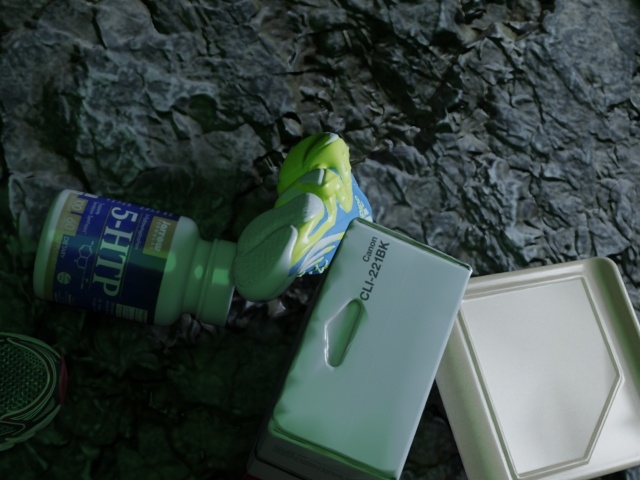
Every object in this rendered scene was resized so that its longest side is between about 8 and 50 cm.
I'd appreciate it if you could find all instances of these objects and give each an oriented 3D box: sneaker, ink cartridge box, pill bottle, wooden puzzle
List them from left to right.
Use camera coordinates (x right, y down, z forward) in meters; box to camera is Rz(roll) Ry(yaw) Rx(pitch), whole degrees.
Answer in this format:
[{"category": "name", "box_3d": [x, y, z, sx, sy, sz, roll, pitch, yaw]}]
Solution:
[{"category": "sneaker", "box_3d": [-0.385, 0.132, 1.075, 0.299, 0.112, 0.120, 1, 71, -8]}, {"category": "pill bottle", "box_3d": [-0.174, 0.023, 1.143, 0.187, 0.112, 0.112, 13, 69, -3]}, {"category": "sneaker", "box_3d": [0.000, 0.000, 1.153, 0.126, 0.091, 0.240, 53, 40, -25]}, {"category": "ink cartridge box", "box_3d": [0.024, 0.125, 1.048, 0.114, 0.273, 0.197, 22, 69, 0]}, {"category": "wooden puzzle", "box_3d": [0.225, 0.136, 1.179, 0.239, 0.044, 0.220, -9, 72, -24]}]
